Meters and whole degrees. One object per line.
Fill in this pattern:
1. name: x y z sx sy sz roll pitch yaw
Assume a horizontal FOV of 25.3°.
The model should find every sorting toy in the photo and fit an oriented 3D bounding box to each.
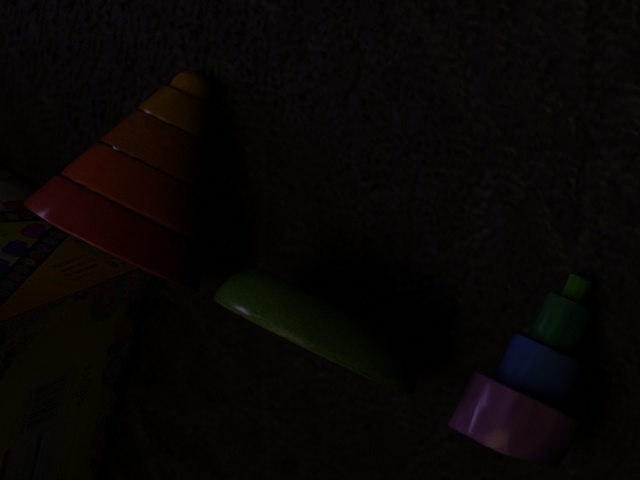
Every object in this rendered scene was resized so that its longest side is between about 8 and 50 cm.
1. sorting toy: 0.000 0.000 0.835 0.366 0.127 0.126 25 88 24

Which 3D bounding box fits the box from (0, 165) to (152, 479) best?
1. box: -0.303 0.093 1.008 0.279 0.177 0.289 30 119 25
